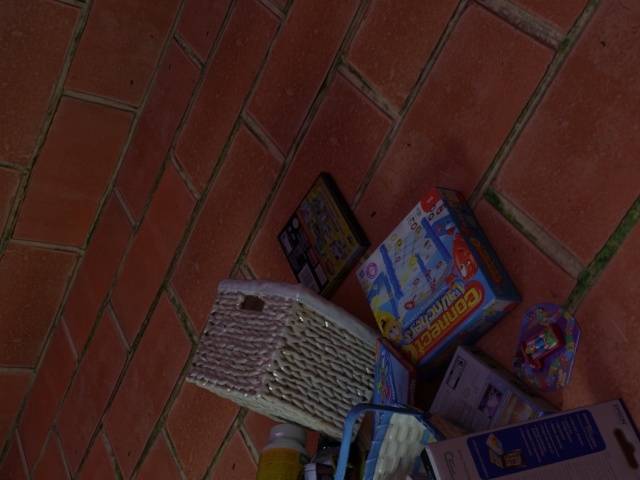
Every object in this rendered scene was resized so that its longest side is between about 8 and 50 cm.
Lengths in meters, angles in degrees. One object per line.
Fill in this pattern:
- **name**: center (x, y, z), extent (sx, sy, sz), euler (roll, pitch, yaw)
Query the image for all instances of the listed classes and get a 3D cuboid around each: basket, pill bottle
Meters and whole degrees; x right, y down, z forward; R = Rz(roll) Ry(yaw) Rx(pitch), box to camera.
- **basket**: center (-0.073, 0.272, 1.865), extent (0.328, 0.331, 0.266), euler (1, 65, 50)
- **pill bottle**: center (-0.083, 0.519, 1.788), extent (0.117, 0.117, 0.208), euler (-41, 30, 39)
- **basket**: center (0.149, 0.428, 1.523), extent (0.201, 0.289, 0.255), euler (30, 110, 59)

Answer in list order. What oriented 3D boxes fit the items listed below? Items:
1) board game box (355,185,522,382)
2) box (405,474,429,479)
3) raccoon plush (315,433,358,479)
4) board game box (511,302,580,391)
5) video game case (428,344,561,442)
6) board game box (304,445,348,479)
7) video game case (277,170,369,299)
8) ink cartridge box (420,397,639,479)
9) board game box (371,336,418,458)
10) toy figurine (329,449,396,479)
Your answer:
- **board game box**: center (0.241, 0.097, 1.745), extent (0.308, 0.086, 0.302), euler (-50, 47, 33)
- **box**: center (0.277, 0.517, 1.433), extent (0.087, 0.290, 0.169), euler (-153, 76, -67)
- **raccoon plush**: center (-0.091, 0.602, 1.886), extent (0.216, 0.299, 0.446), euler (-12, 72, 50)
- **board game box**: center (0.419, 0.202, 1.539), extent (0.133, 0.033, 0.169), euler (18, 97, 52)
- **video game case**: center (0.318, 0.385, 1.604), extent (0.244, 0.061, 0.270), euler (39, 113, 50)
- **board game box**: center (0.010, 0.544, 1.764), extent (0.060, 0.194, 0.194), euler (-15, 65, 21)
- **video game case**: center (0.000, 0.000, 2.117), extent (0.248, 0.035, 0.275), euler (-55, 44, 30)
- **ink cartridge box**: center (0.368, 0.389, 1.347), extent (0.069, 0.370, 0.176), euler (97, 159, -57)
- **board game box**: center (0.158, 0.364, 1.748), extent (0.145, 0.027, 0.281), euler (-139, 44, -55)
- **toy figurine**: center (0.113, 0.652, 1.717), extent (0.362, 0.191, 0.217), euler (53, 128, 45)
